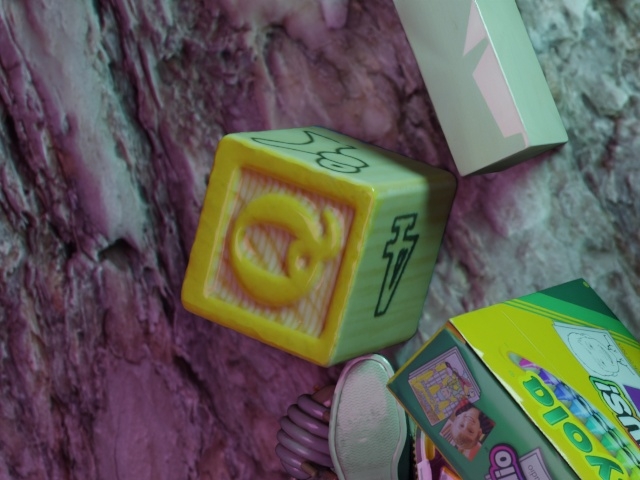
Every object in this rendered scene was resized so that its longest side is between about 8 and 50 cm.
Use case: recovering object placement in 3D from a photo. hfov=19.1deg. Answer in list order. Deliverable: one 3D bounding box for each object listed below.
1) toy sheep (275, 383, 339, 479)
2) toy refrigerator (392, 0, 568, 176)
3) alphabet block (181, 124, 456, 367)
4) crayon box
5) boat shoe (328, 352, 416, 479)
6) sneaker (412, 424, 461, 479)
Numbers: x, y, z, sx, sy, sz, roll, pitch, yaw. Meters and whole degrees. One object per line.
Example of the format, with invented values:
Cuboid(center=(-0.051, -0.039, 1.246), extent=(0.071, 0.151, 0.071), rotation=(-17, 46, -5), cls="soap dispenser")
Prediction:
Cuboid(center=(-0.006, 0.214, 2.040), extent=(0.091, 0.091, 0.132), rotation=(29, 92, 23), cls="toy sheep")
Cuboid(center=(0.144, -0.204, 1.907), extent=(0.094, 0.102, 0.270), rotation=(-24, 84, 29), cls="toy refrigerator")
Cuboid(center=(0.000, 0.000, 1.952), extent=(0.192, 0.197, 0.193), rotation=(20, 104, 26), cls="alphabet block")
Cuboid(center=(0.269, 0.216, 1.758), extent=(0.106, 0.313, 0.363), rotation=(-47, 73, 24), cls="crayon box")
Cuboid(center=(0.057, 0.226, 1.996), extent=(0.084, 0.079, 0.233), rotation=(-4, 103, 10), cls="boat shoe")
Cuboid(center=(0.150, 0.268, 1.970), extent=(0.083, 0.069, 0.186), rotation=(-9, 93, 30), cls="sneaker")
